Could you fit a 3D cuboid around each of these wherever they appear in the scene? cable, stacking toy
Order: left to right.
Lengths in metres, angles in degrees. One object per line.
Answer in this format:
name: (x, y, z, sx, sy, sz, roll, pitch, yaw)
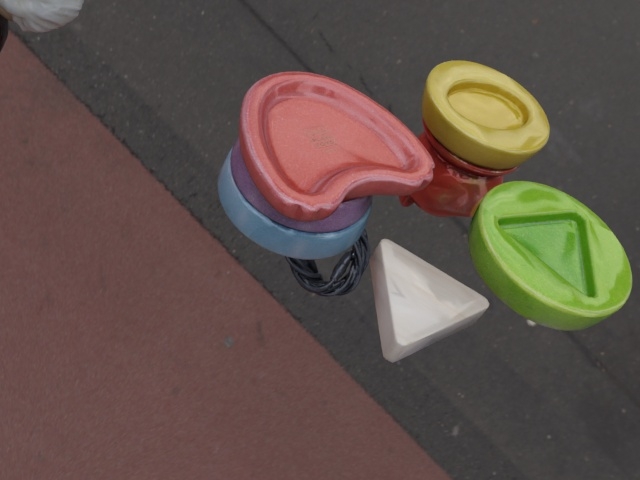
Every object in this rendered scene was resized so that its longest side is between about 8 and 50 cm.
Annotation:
cable: (0.000, 0.000, 0.988, 0.184, 0.047, 0.150, 8, 86, -51)
stacking toy: (0.080, -0.010, 0.610, 0.309, 0.130, 0.279, -8, 56, -29)

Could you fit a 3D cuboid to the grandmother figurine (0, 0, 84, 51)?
grandmother figurine: (-0.413, -0.267, 0.792, 0.342, 0.207, 0.104, 3, 42, 18)
